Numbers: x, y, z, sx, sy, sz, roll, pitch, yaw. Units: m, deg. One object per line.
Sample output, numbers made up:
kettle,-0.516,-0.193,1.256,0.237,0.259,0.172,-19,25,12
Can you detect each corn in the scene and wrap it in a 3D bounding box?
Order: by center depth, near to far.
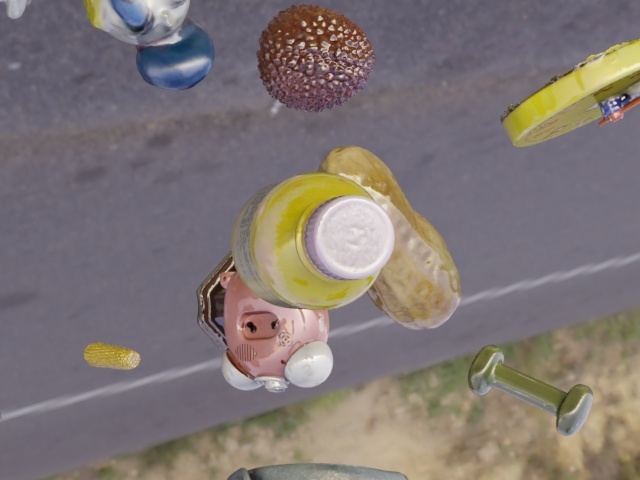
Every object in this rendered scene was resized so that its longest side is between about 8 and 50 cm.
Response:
corn,-0.230,0.127,1.460,0.083,0.027,0.028,3,-164,40

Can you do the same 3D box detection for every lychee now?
lychee,-0.003,-0.203,1.483,0.129,0.123,0.123,-11,171,27

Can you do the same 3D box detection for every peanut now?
peanut,0.068,-0.002,1.391,0.095,0.226,0.108,-26,-156,24

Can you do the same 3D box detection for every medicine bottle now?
medicine bottle,0.000,0.000,1.146,0.122,0.121,0.212,-16,-178,-15

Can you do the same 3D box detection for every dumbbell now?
dumbbell,0.198,0.141,1.266,0.052,0.118,0.046,-53,149,-24

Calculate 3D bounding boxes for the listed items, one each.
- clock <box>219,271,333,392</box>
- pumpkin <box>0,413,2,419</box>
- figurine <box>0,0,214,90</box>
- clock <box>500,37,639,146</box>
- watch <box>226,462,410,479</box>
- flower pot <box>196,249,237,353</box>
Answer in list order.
clock,-0.063,0.115,1.725,0.166,0.162,0.093,-7,172,35
pumpkin,-0.288,0.130,1.114,0.028,0.050,0.083,-20,178,-16
figurine,-0.164,-0.265,1.027,0.205,0.338,0.283,-19,160,-45
clock,0.383,-0.193,1.768,0.294,0.071,0.277,-23,172,-7
watch,-0.015,0.278,1.401,0.193,0.068,0.206,8,156,-20
flower pot,-0.052,0.070,1.946,0.251,0.179,0.084,-50,-159,-27
